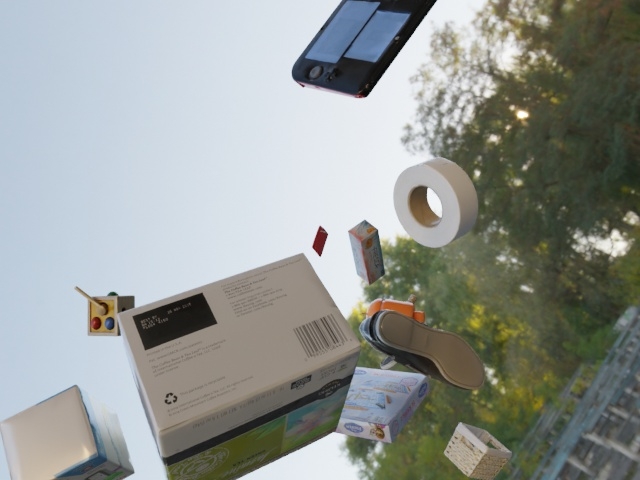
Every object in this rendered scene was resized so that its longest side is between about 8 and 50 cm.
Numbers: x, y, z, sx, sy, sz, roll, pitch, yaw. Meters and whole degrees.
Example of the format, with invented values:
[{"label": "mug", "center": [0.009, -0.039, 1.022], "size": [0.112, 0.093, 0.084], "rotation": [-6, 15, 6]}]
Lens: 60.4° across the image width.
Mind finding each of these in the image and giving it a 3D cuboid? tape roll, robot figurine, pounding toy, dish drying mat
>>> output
[{"label": "tape roll", "center": [0.375, -0.125, 1.813], "size": [0.100, 0.286, 0.286], "rotation": [-23, -45, -33]}, {"label": "robot figurine", "center": [0.258, 0.274, 1.949], "size": [0.158, 0.219, 0.128], "rotation": [-65, -24, -52]}, {"label": "pounding toy", "center": [-0.605, 0.196, 1.541], "size": [0.100, 0.130, 0.141], "rotation": [7, -100, -67]}, {"label": "dish drying mat", "center": [0.000, 0.000, 1.185], "size": [0.032, 0.008, 0.083], "rotation": [52, -151, -22]}]

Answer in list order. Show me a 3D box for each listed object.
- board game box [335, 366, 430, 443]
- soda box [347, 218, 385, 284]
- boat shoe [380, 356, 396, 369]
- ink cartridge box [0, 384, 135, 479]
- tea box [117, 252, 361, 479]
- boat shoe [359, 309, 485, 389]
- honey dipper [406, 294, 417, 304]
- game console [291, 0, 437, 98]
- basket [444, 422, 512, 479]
[{"label": "board game box", "center": [0.156, 0.529, 1.818], "size": [0.318, 0.318, 0.066], "rotation": [-28, -69, -53]}, {"label": "soda box", "center": [0.125, 0.034, 1.471], "size": [0.063, 0.058, 0.183], "rotation": [-33, -42, -18]}, {"label": "boat shoe", "center": [0.235, 0.337, 1.670], "size": [0.142, 0.040, 0.049], "rotation": [-39, 4, 6]}, {"label": "ink cartridge box", "center": [-0.634, 0.532, 1.402], "size": [0.198, 0.197, 0.270], "rotation": [-26, -28, -12]}, {"label": "tea box", "center": [-0.140, 0.242, 0.953], "size": [0.328, 0.220, 0.324], "rotation": [-18, -36, -22]}, {"label": "boat shoe", "center": [0.241, 0.253, 1.285], "size": [0.335, 0.095, 0.112], "rotation": [30, -113, -20]}, {"label": "honey dipper", "center": [0.319, 0.276, 2.092], "size": [0.161, 0.030, 0.030], "rotation": [-53, -31, -23]}, {"label": "game console", "center": [0.113, -0.581, 1.566], "size": [0.387, 0.342, 0.060], "rotation": [-55, -49, -7]}, {"label": "basket", "center": [0.444, 0.602, 1.559], "size": [0.167, 0.113, 0.103], "rotation": [30, -86, -42]}]
